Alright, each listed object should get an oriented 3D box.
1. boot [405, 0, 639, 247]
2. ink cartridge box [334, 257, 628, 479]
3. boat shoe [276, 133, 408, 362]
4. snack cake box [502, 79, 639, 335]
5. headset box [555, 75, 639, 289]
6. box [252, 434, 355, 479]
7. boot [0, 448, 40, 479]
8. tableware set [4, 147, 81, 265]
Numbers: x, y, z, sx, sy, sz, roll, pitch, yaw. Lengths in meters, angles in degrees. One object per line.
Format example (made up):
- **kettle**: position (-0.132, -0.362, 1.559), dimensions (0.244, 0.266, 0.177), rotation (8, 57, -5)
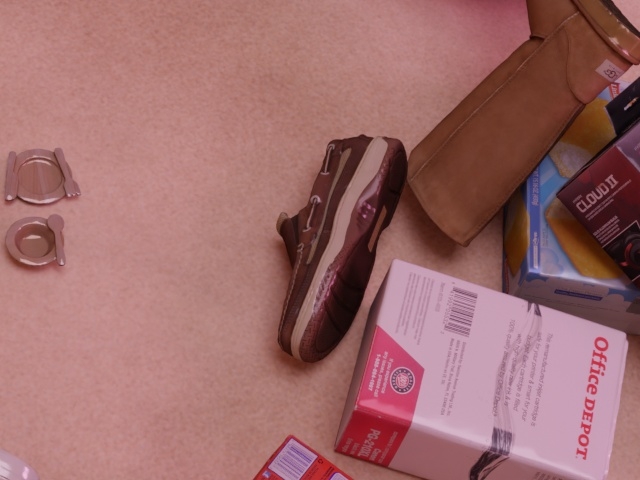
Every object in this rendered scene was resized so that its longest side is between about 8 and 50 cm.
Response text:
- **boot**: position (0.181, -0.162, 1.660), dimensions (0.089, 0.269, 0.236), rotation (30, 22, -35)
- **ink cartridge box**: position (0.152, 0.141, 1.535), dimensions (0.237, 0.100, 0.172), rotation (18, 56, -2)
- **boat shoe**: position (0.002, 0.005, 1.601), dimensions (0.095, 0.095, 0.257), rotation (11, 55, 22)
- **snack cake box**: position (0.271, -0.045, 1.690), dimensions (0.152, 0.089, 0.264), rotation (9, 57, -8)
- **headset box**: position (0.388, -0.033, 1.600), dimensions (0.293, 0.110, 0.218), rotation (49, 52, 4)
- **box**: position (-0.057, 0.308, 1.361), dimensions (0.128, 0.123, 0.257), rotation (35, 57, 9)
- **boot**: position (-0.379, 0.219, 1.359), dimensions (0.244, 0.088, 0.176), rotation (28, 57, -1)
- **tableware set**: position (-0.314, -0.034, 1.572), dimensions (0.168, 0.020, 0.141), rotation (1, 59, -14)
